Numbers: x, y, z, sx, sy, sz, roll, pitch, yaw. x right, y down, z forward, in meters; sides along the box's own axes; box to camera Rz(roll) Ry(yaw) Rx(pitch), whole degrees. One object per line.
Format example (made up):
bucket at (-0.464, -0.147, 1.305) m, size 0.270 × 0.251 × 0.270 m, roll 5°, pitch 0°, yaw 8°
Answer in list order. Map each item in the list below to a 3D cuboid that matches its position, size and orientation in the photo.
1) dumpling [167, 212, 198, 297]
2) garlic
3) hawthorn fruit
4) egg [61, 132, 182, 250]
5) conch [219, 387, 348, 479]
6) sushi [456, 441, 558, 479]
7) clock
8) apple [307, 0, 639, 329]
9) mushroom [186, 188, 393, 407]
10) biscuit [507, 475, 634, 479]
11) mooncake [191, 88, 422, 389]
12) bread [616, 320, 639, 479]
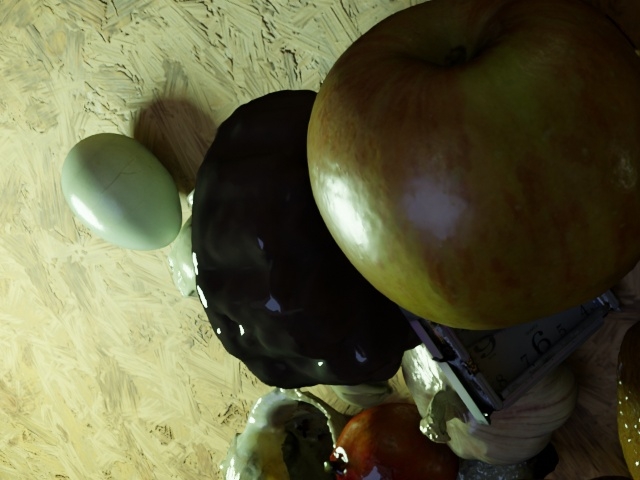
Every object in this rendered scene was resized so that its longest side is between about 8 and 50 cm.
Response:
dumpling at (-0.152, 0.002, 2.196) m, size 0.111 × 0.181 × 0.155 m, roll 61°, pitch -173°, yaw -69°
garlic at (0.195, 0.202, 1.921) m, size 0.245 × 0.253 × 0.245 m, roll 16°, pitch 122°, yaw 27°
hawthorn fruit at (0.095, 0.305, 2.065) m, size 0.169 × 0.188 × 0.169 m, roll -24°, pitch 62°, yaw 58°
egg at (-0.296, -0.071, 2.222) m, size 0.209 × 0.151 × 0.151 m, roll 40°, pitch 139°, yaw 7°
conch at (-0.014, 0.351, 2.261) m, size 0.324 × 0.186 × 0.263 m, roll 25°, pitch 119°, yaw 40°
sushi at (0.258, 0.309, 2.069) m, size 0.150 × 0.078 × 0.091 m, roll -17°, pitch 101°, yaw 48°
clock at (0.230, 0.084, 1.805) m, size 0.186 × 0.253 × 0.083 m, roll 56°, pitch 158°, yaw -6°
apple at (0.187, -0.083, 1.605) m, size 0.400 × 0.400 × 0.334 m, roll 4°, pitch 128°, yaw 40°
mushroom at (-0.022, 0.054, 2.060) m, size 0.397 × 0.177 × 0.126 m, roll 50°, pitch 131°, yaw -5°
biscuit at (0.369, 0.350, 1.890) m, size 0.339 × 0.216 × 0.047 m, roll -1°, pitch 95°, yaw 27°
mooncake at (0.000, 0.000, 1.834) m, size 0.212 × 0.350 × 0.381 m, roll -4°, pitch 100°, yaw 40°
bread at (0.443, 0.211, 1.730) m, size 0.227 × 0.142 × 0.253 m, roll -114°, pitch 13°, yaw -61°
